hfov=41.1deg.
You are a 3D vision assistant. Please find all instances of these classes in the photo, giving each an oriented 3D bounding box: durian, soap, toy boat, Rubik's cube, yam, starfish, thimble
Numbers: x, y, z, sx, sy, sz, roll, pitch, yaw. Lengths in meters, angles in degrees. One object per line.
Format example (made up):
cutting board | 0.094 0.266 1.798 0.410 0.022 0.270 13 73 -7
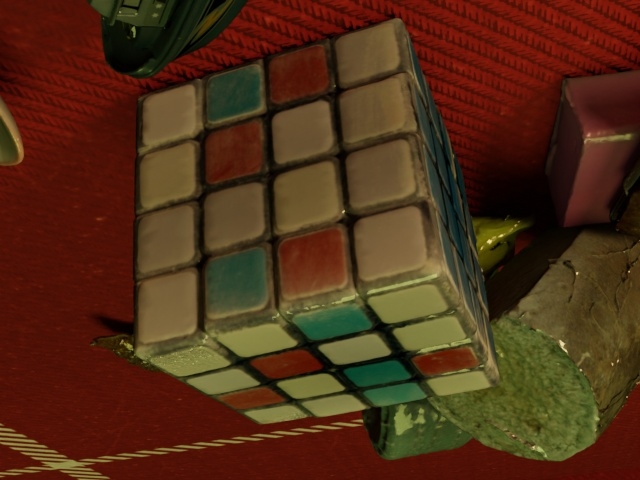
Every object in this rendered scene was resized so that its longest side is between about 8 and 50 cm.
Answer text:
durian | 0.142 0.036 1.032 0.139 0.101 0.250 -31 171 -41
soap | 0.363 -0.096 0.840 0.260 0.081 0.181 -7 152 3
toy boat | -0.089 -0.199 0.523 0.122 0.114 0.296 -12 159 -35
Rubik's cube | 0.001 0.000 0.771 0.253 0.258 0.256 -15 150 14
yam | 0.266 0.096 0.933 0.201 0.271 0.202 51 141 -8
starfish | -0.219 0.151 1.231 0.138 0.050 0.247 -16 157 17
thimble | 0.135 0.204 1.223 0.143 0.198 0.235 -5 134 -10

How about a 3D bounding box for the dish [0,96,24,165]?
dish | -0.361 -0.115 0.680 0.213 0.077 0.151 -9 150 6

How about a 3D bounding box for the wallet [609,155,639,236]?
wallet | 0.349 -0.074 0.761 0.137 0.031 0.255 -2 150 -1
